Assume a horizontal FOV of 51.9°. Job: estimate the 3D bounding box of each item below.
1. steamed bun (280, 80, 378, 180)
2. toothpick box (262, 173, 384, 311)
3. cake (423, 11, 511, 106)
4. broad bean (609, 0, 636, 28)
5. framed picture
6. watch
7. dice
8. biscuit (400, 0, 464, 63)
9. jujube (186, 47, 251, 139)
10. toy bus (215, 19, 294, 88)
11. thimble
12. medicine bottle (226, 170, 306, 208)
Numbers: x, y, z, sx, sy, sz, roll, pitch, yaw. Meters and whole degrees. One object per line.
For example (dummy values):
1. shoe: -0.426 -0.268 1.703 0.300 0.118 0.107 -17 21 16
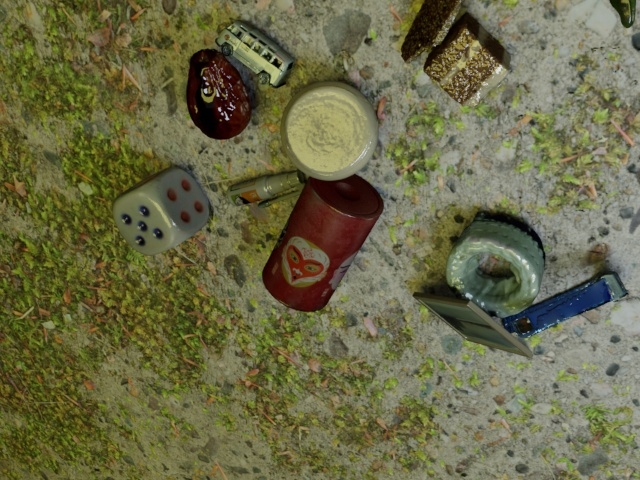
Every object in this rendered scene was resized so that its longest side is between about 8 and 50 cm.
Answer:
1. steamed bun: 0.022 -0.261 1.561 0.232 0.145 0.231 1 103 4
2. toothpick box: 0.000 0.000 1.687 0.204 0.204 0.333 32 125 4
3. cake: 0.314 -0.378 1.394 0.147 0.134 0.135 36 125 -10
4. broad bean: 0.563 -0.505 1.265 0.061 0.046 0.195 -32 97 45
5. framed picture: 0.365 0.202 1.622 0.213 0.016 0.289 39 169 -14
6. watch: 0.575 0.159 1.563 0.275 0.276 0.068 -28 81 7
7. dice: -0.442 -0.083 1.832 0.194 0.193 0.191 -21 108 29
8. biscuit: 0.238 -0.466 1.379 0.026 0.131 0.236 13 128 -23
9. jujube: -0.255 -0.357 1.603 0.168 0.168 0.236 12 146 17
10. toy bus: -0.155 -0.451 1.577 0.194 0.087 0.089 37 118 1
11. thimble: 0.414 0.056 1.575 0.238 0.150 0.237 12 122 19
12. medicine bottle: -0.139 -0.133 1.764 0.221 0.061 0.092 -13 136 28
